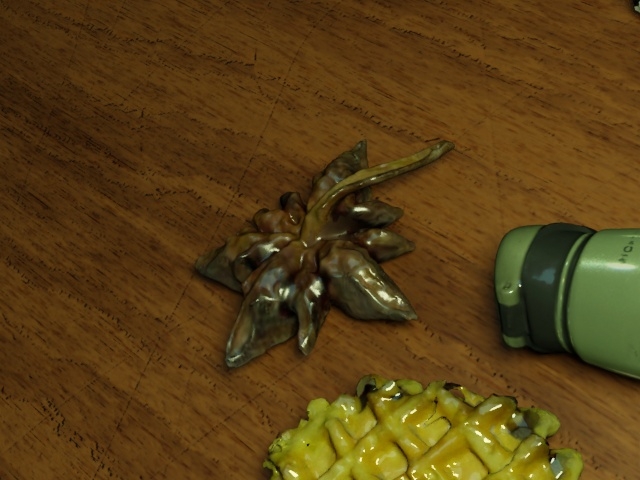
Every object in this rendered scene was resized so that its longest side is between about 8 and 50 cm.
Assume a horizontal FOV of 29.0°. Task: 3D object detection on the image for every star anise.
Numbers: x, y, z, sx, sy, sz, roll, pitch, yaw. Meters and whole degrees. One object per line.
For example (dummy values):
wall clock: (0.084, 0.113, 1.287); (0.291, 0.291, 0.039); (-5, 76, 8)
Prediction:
star anise: (0.001, 0.003, 1.485); (0.349, 0.109, 0.292); (-14, 60, 16)

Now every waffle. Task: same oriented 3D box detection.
waffle: (0.078, 0.324, 1.252); (0.379, 0.095, 0.382); (3, 64, 28)

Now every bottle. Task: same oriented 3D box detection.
bottle: (0.333, 0.063, 1.255); (0.347, 0.168, 0.168); (9, 64, 35)

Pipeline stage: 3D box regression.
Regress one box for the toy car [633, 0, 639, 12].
toy car: (0.429, -0.335, 1.518); (0.080, 0.070, 0.170); (-1, 58, 25)
